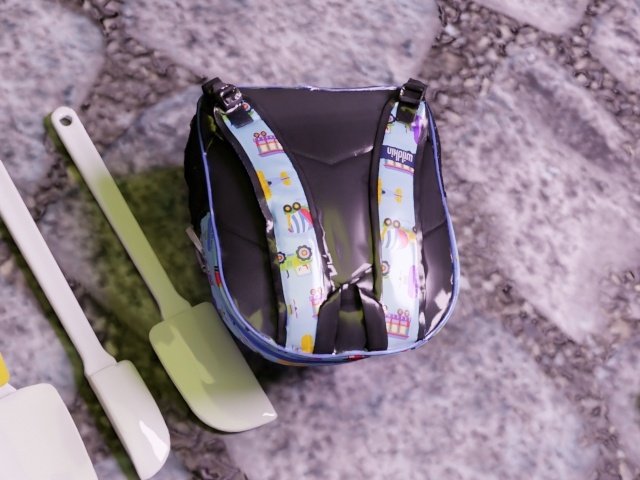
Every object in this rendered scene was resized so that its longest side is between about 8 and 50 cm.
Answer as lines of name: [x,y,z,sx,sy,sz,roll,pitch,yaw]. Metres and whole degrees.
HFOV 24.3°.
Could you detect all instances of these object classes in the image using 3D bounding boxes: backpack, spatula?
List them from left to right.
spatula: [-0.154,0.038,0.880,0.168,0.019,0.242,-26,74,-23]
backpack: [0.000,0.000,0.882,0.158,0.117,0.173,-2,65,-16]

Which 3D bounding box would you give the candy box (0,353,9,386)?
candy box: [-0.272,0.102,0.761,0.105,0.027,0.206,18,40,40]
